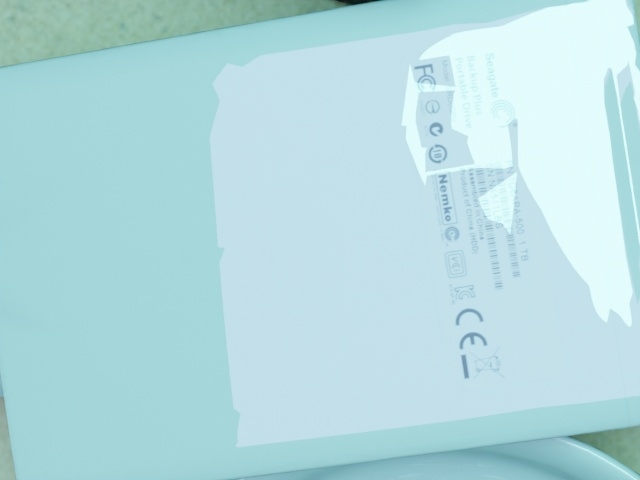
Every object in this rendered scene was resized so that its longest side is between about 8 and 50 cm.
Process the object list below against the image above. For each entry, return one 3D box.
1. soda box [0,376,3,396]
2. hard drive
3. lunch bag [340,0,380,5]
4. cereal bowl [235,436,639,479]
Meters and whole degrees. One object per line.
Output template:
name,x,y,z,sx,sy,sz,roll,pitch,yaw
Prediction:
soda box,-0.143,0.033,0.901,0.286,0.091,0.098,8,93,5
hard drive,0.000,0.000,0.807,0.318,0.040,0.210,-9,90,10
lunch bag,-0.033,-0.237,0.800,0.169,0.235,0.287,-27,90,1
cereal bowl,0.060,0.259,0.849,0.339,0.141,0.339,-3,75,11
